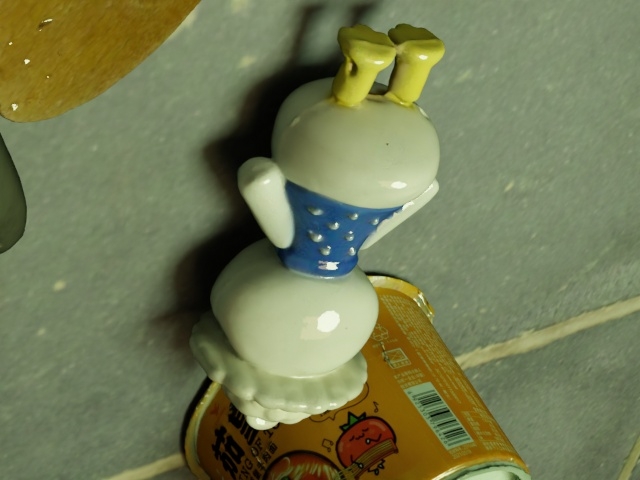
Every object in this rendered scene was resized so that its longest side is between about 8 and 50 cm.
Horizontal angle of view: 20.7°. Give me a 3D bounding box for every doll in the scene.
[{"bbox_3d":[0.000,0.000,1.090,0.138,0.119,0.293,-3,126,-33],"label":"doll"}]

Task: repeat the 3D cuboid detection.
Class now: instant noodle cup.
[{"bbox_3d":[0.036,0.158,1.241,0.215,0.172,0.216,-25,143,-21],"label":"instant noodle cup"}]

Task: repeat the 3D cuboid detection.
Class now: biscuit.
[{"bbox_3d":[-0.104,-0.147,0.843,0.208,0.049,0.181,-47,164,-14],"label":"biscuit"}]

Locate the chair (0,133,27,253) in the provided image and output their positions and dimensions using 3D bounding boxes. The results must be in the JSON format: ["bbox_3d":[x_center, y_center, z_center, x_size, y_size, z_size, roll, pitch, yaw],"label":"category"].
[{"bbox_3d":[-0.336,0.001,0.540,0.410,0.364,0.362,-40,147,-10],"label":"chair"}]
